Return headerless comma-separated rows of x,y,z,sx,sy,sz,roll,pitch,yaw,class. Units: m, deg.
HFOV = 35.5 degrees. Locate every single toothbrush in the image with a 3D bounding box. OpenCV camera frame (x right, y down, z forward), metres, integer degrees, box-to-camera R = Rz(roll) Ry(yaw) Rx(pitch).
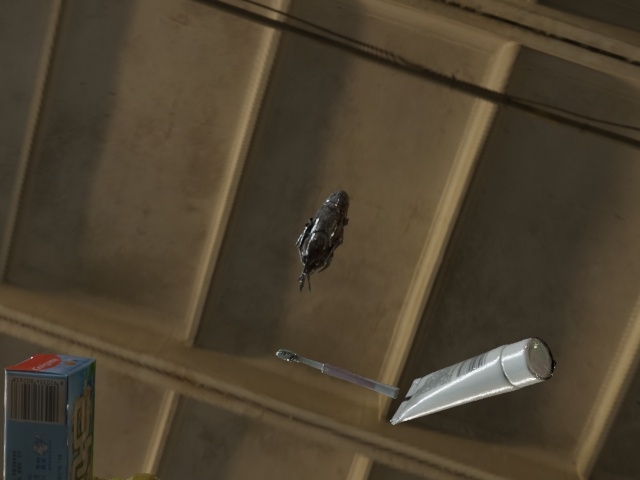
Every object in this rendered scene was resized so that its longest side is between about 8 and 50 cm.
0.022,0.186,1.413,0.194,0.017,0.014,16,-78,24,toothbrush

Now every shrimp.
0.000,0.000,1.388,0.056,0.065,0.165,26,-106,5,shrimp

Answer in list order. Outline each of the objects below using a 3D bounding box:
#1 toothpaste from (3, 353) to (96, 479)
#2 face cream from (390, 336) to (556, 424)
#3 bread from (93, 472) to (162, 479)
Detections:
-0.169,0.171,0.642,0.044,0.070,0.194,3,-85,8,toothpaste
0.198,0.189,1.341,0.243,0.092,0.058,-26,-73,42,face cream
-0.233,0.397,1.051,0.332,0.160,0.333,0,-106,-1,bread
